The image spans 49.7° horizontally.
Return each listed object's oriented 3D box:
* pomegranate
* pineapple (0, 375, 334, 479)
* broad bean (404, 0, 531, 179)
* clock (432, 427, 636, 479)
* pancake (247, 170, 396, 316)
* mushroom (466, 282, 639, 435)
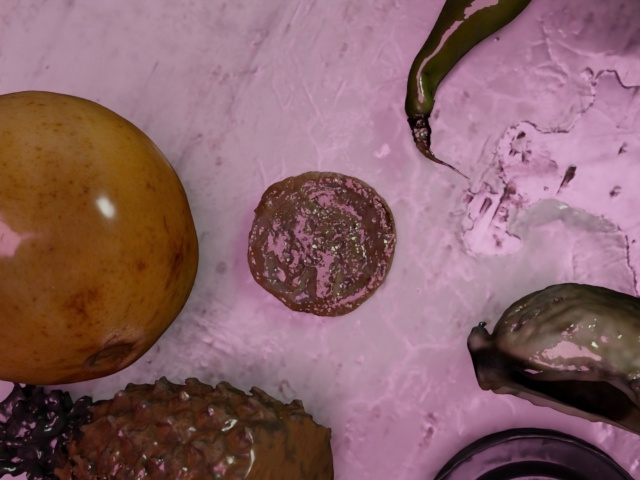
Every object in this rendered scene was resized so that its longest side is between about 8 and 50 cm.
[{"bbox_3d":[-0.239,-0.004,0.600,0.264,0.264,0.264,0,89,8],"label":"pomegranate"},{"bbox_3d":[-0.168,0.210,0.636,0.362,0.202,0.202,8,90,27],"label":"pineapple"},{"bbox_3d":[0.166,-0.220,0.647,0.098,0.056,0.318,27,96,10],"label":"broad bean"},{"bbox_3d":[0.197,0.286,0.634,0.226,0.049,0.226,0,87,8],"label":"clock"},{"bbox_3d":[0.000,0.000,0.680,0.152,0.025,0.151,0,90,9],"label":"pancake"},{"bbox_3d":[0.296,0.121,0.524,0.344,0.247,0.130,20,83,33],"label":"mushroom"}]
